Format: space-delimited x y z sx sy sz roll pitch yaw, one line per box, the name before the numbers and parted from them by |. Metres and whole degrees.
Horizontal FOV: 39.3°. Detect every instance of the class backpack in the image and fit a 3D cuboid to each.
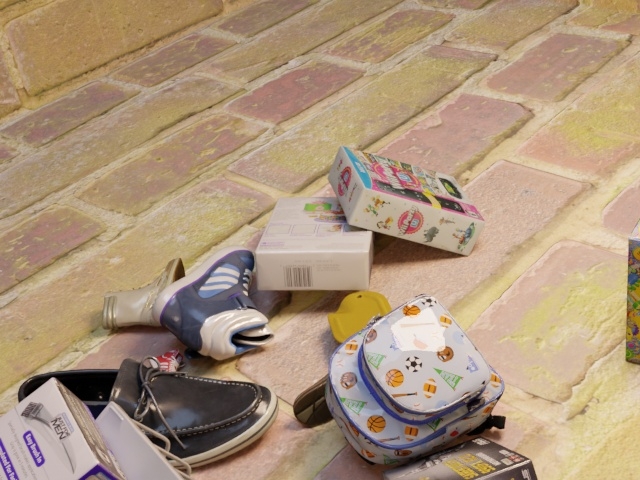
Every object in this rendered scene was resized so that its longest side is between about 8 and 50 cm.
backpack | 0.145 0.240 1.502 0.263 0.213 0.276 -31 61 -14

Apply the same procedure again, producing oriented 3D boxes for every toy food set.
toy food set | 0.091 0.187 1.774 0.128 0.071 0.218 -18 29 0

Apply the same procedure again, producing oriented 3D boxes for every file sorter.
file sorter | -0.251 0.413 1.311 0.193 0.173 0.278 -50 49 -6

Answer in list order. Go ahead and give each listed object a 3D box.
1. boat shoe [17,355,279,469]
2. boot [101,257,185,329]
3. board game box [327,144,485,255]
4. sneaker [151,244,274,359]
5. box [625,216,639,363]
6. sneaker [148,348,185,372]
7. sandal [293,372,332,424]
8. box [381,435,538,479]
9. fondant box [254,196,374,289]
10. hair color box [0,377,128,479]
boat shoe | -0.327 0.308 1.643 0.500 0.156 0.186 -4 32 10
boot | -0.397 0.120 2.022 0.165 0.077 0.213 -7 36 11
board game box | 0.189 -0.092 2.012 0.303 0.097 0.224 13 26 -20
sneaker | -0.174 0.144 1.900 0.236 0.130 0.323 28 34 21
box | 0.679 0.046 1.609 0.177 0.279 0.290 13 41 33
sneaker | -0.300 0.261 1.806 0.067 0.042 0.118 -26 33 -15
sandal | 0.046 0.272 1.665 0.219 0.090 0.060 -27 14 -11
box | 0.207 0.368 1.366 0.183 0.056 0.231 -17 -2 -8
fondant box | 0.000 0.000 1.990 0.238 0.096 0.330 0 24 7
hair color box | -0.451 0.372 1.239 0.339 0.110 0.185 -39 48 -7
